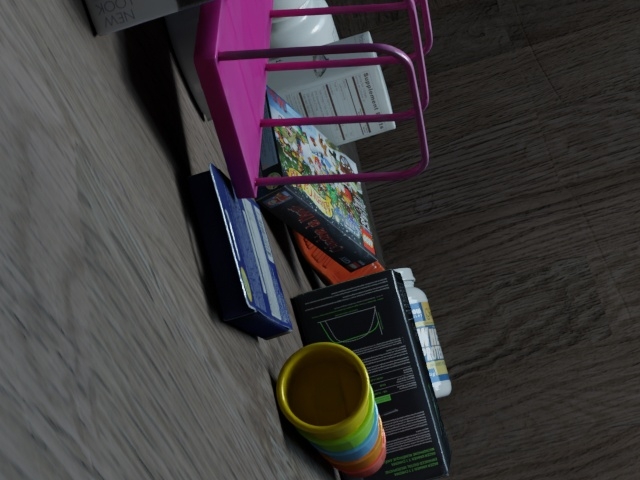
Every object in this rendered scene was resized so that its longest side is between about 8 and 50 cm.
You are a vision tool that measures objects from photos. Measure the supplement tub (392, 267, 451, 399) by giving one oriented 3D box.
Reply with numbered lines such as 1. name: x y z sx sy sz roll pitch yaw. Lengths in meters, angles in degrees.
1. supplement tub: 0.104 0.153 2.234 0.144 0.144 0.200 41 33 -80

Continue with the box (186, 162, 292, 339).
1. box: -0.076 0.014 1.388 0.225 0.036 0.136 51 23 -78

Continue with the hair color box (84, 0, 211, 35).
1. hair color box: -0.131 -0.344 1.110 0.110 0.185 0.339 -91 163 -70

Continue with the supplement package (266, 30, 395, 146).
1. supplement package: -0.002 -0.189 1.989 0.105 0.179 0.105 -98 171 -58

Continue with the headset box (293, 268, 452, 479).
1. headset box: 0.076 0.189 1.921 0.246 0.131 0.283 15 59 -84

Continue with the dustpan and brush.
1. dustpan and brush: -0.125 -0.228 1.480 0.211 0.060 0.147 62 13 -66

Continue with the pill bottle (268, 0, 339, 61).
1. pill bottle: -0.041 -0.285 2.126 0.131 0.131 0.229 -101 173 -45

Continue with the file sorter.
1. file sorter: 0.006 -0.215 1.342 0.202 0.182 0.291 76 15 -57

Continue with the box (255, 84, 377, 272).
1. box: -0.014 -0.075 1.885 0.233 0.044 0.159 38 33 -51

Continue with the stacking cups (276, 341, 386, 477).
1. stacking cups: 0.017 0.199 1.625 0.316 0.096 0.096 74 2 -69

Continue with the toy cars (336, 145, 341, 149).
1. toy cars: -0.032 -0.229 2.329 0.176 0.087 0.394 96 -16 -73

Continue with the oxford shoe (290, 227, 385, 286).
1. oxford shoe: 0.000 0.000 2.090 0.098 0.097 0.271 27 -26 48
